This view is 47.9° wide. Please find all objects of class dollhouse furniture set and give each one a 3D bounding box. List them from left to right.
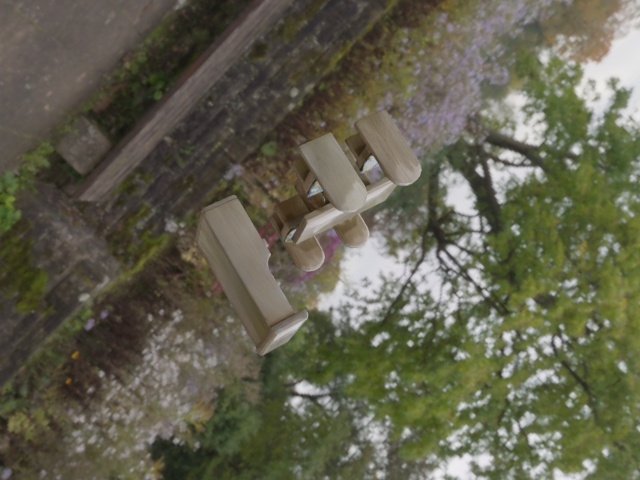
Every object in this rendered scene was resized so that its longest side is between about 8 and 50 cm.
[{"bbox_3d":[0.000,0.000,0.851,0.242,0.161,0.212,-27,168,-22],"label":"dollhouse furniture set"}]
